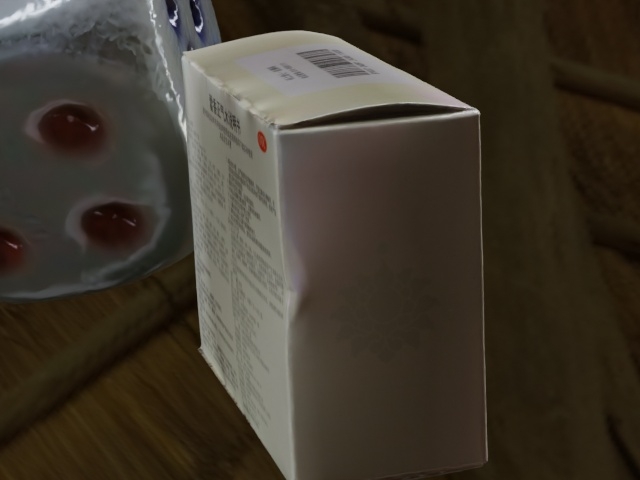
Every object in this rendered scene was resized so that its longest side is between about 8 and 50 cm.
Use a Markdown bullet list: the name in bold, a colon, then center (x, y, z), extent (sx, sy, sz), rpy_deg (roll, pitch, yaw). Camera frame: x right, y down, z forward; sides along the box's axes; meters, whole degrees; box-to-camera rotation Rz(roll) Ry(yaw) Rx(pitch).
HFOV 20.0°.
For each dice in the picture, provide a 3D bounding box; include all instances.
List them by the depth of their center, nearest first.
- **dice**: center (-0.158, -0.091, 1.024), extent (0.191, 0.194, 0.193), rpy_deg (-12, -49, 10)

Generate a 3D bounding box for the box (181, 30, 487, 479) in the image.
- **box**: center (0.000, 0.000, 0.857), extent (0.095, 0.212, 0.168), rpy_deg (-8, -73, -13)
